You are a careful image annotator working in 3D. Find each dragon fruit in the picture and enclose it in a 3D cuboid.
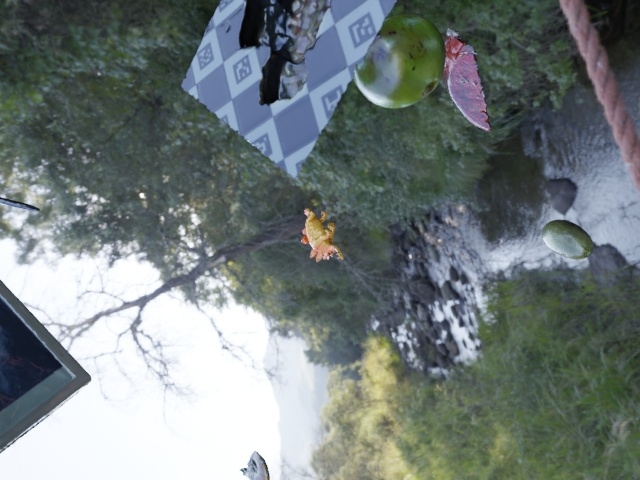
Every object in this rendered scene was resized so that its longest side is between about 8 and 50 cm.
[{"bbox_3d":[0.467,-0.534,1.698,0.282,0.100,0.343,-97,-19,-47],"label":"dragon fruit"}]

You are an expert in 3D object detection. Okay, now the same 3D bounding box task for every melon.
[{"bbox_3d":[0.693,-0.002,1.421,0.162,0.099,0.099,-123,15,-62],"label":"melon"}]

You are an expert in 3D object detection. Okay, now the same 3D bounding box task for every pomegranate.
[{"bbox_3d":[0.144,-0.393,1.048,0.190,0.159,0.240,8,116,41],"label":"pomegranate"}]

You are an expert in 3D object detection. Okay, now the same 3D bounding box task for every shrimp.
[{"bbox_3d":[-0.114,0.392,0.879,0.108,0.023,0.059,-16,81,56],"label":"shrimp"}]

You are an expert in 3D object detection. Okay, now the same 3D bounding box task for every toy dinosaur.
[{"bbox_3d":[0.000,0.000,1.489,0.117,0.070,0.288,-63,37,28],"label":"toy dinosaur"}]

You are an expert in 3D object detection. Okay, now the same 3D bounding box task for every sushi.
[{"bbox_3d":[-0.024,-0.211,0.524,0.220,0.231,0.047,42,-160,31],"label":"sushi"}]

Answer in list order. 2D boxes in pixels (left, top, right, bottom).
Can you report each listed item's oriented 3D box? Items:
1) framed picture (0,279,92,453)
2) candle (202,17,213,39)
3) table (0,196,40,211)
[{"bbox_3d":[-0.435,0.131,0.574,0.281,0.209,0.019,40,142,9],"label":"framed picture"},{"bbox_3d":[-0.095,-0.315,1.029,0.342,0.221,0.221,60,174,30],"label":"candle"},{"bbox_3d":[-0.844,-0.015,1.132,0.249,0.317,0.317,29,180,0],"label":"table"}]
